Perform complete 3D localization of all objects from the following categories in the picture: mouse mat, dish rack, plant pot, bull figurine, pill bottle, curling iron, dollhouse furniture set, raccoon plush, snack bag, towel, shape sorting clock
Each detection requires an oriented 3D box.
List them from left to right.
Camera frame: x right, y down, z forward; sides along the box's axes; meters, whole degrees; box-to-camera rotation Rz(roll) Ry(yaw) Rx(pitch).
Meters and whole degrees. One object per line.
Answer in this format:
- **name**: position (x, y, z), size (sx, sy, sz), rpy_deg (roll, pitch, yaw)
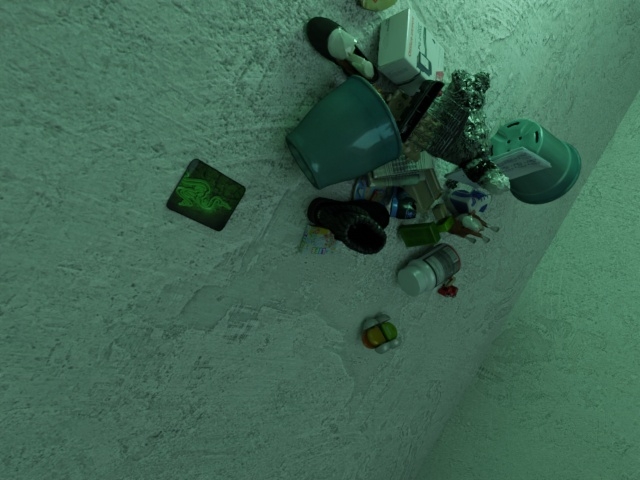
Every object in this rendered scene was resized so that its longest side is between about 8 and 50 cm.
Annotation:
- **mouse mat**: position (-0.306, -0.119, 1.110), size (0.190, 0.007, 0.152), rpy_deg (29, 92, -46)
- **plant pot**: position (0.051, -0.285, 1.171), size (0.255, 0.271, 0.271), rpy_deg (-34, 133, -4)
- **shape sorting clock**: position (0.204, -0.183, 1.507), size (0.206, 0.040, 0.206), rpy_deg (-21, 125, -33)
- **towel**: position (0.284, -0.350, 1.428), size (0.312, 0.056, 0.323), rpy_deg (-13, 108, -36)
- **dollhouse furniture set**: position (0.411, -0.151, 1.694), size (0.197, 0.151, 0.301), rpy_deg (-42, 114, -38)
- **pill bottle**: position (0.499, 0.136, 1.862), size (0.283, 0.161, 0.161), rpy_deg (-26, 128, -29)
- **dish rack**: position (0.377, -0.380, 1.321), size (0.272, 0.074, 0.208), rpy_deg (19, 115, -36)
- **curling iron**: position (0.647, -0.345, 1.820), size (0.274, 0.035, 0.068), rpy_deg (-56, 141, -1)
- **bull figurine**: position (0.653, -0.061, 1.785), size (0.189, 0.310, 0.101), rpy_deg (28, 90, -10)
- **raccoon plush**: position (0.583, -0.410, 1.452), size (0.216, 0.446, 0.299), rpy_deg (-17, 139, -34)
- **snack bag**: position (0.732, -0.288, 1.691), size (0.323, 0.343, 0.037), rpy_deg (4, 76, -45)
- **plant pot**: position (0.981, -0.385, 1.908), size (0.334, 0.341, 0.340), rpy_deg (21, 97, -39)

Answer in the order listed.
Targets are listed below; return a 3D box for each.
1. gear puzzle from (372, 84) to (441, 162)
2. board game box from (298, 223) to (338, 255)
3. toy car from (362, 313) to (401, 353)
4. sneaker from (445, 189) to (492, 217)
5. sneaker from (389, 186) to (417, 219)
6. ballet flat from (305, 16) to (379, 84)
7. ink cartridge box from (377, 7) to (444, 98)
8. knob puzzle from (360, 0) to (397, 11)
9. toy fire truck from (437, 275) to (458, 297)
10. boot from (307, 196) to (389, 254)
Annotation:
- **gear puzzle**: position (0.244, -0.392, 1.331), size (0.339, 0.044, 0.175), rpy_deg (21, 107, -35)
- **board game box**: position (0.000, 0.000, 1.435), size (0.154, 0.026, 0.103), rpy_deg (5, 110, -43)
- **toy car**: position (0.266, 0.437, 1.852), size (0.182, 0.159, 0.136), rpy_deg (-11, 154, -38)
- **sneaker**: position (0.706, -0.181, 1.914), size (0.182, 0.128, 0.315), rpy_deg (-57, 144, -7)
- **sneaker**: position (0.307, -0.134, 1.490), size (0.232, 0.091, 0.081), rpy_deg (-66, 165, -60)
- **ballet flat**: position (0.081, -0.537, 1.159), size (0.281, 0.096, 0.095), rpy_deg (20, 100, -46)
- **ink cartridge box**: position (0.292, -0.576, 1.285), size (0.237, 0.100, 0.171), rpy_deg (17, 75, -45)
- **knob puzzle**: position (0.162, -0.752, 1.160), size (0.213, 0.030, 0.213), rpy_deg (-20, 124, -33)
- **toy fire truck**: position (0.689, 0.236, 2.171), size (0.192, 0.047, 0.135), rpy_deg (12, 103, -46)
- **boot**: position (0.151, -0.049, 1.341), size (0.348, 0.260, 0.131), rpy_deg (-1, 108, -32)
